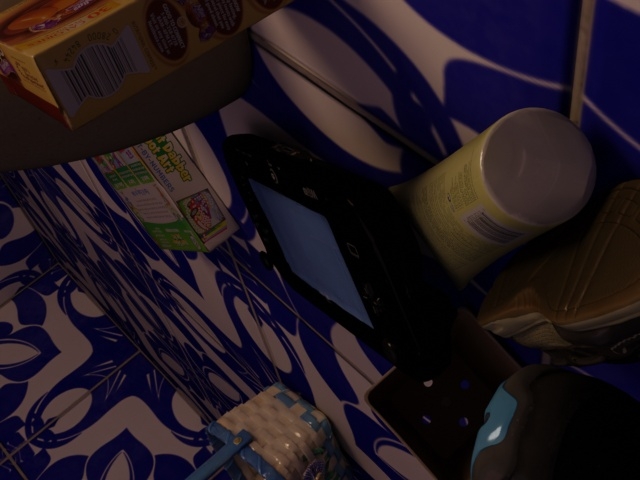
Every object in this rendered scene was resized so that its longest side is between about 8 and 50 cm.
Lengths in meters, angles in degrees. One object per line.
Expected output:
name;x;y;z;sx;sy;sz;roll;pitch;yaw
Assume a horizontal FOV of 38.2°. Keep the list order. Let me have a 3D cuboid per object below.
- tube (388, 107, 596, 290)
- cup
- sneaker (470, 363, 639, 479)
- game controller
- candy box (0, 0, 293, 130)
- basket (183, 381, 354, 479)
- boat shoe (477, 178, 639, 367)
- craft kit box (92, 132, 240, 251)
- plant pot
tube;0.092;-0.020;0.568;0.062;0.070;0.240;7;170;-6
cup;-0.251;-0.187;0.754;0.331;0.237;0.331;43;161;19
sneaker;0.225;0.174;0.503;0.341;0.125;0.140;37;156;-23
game controller;0.000;0.000;0.751;0.166;0.067;0.319;57;168;-24
candy box;-0.102;-0.144;0.563;0.109;0.187;0.053;30;150;49
basket;-0.100;0.382;1.419;0.201;0.289;0.254;34;157;41
boat shoe;0.153;0.028;0.487;0.073;0.080;0.223;30;167;-4
craft kit box;-0.227;-0.096;1.170;0.246;0.061;0.250;58;161;-14
plant pot;0.107;0.132;0.755;0.109;0.109;0.096;48;174;7
